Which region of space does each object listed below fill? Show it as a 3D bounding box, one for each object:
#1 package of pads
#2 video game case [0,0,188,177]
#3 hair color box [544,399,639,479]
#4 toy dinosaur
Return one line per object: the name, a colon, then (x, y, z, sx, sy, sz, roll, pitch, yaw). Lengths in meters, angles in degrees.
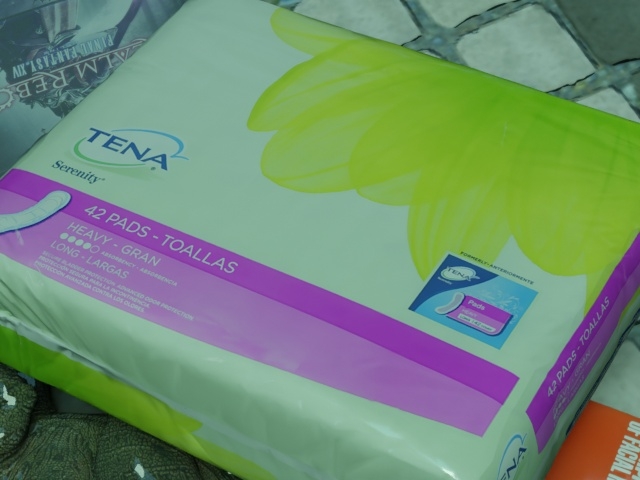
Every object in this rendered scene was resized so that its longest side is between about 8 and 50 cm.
package of pads: (0.000, 0.000, 0.649, 0.296, 0.101, 0.229, 21, 52, 25)
video game case: (-0.186, -0.145, 0.929, 0.196, 0.026, 0.274, -20, 55, -4)
hair color box: (0.114, 0.115, 0.668, 0.167, 0.093, 0.053, 18, 62, 20)
toy dinosaur: (-0.116, 0.124, 0.706, 0.313, 0.121, 0.160, -8, 68, -3)
